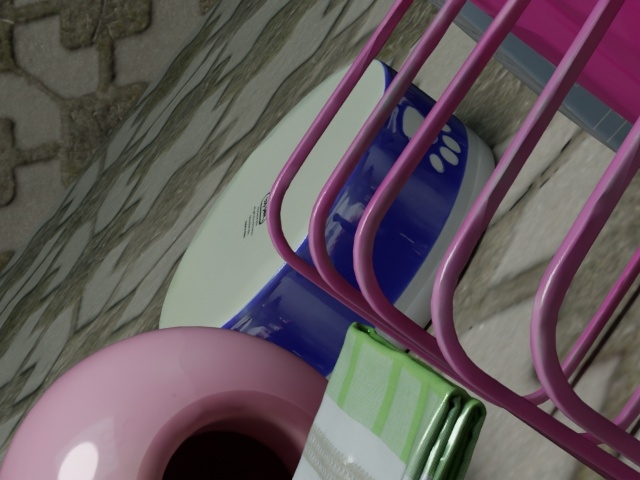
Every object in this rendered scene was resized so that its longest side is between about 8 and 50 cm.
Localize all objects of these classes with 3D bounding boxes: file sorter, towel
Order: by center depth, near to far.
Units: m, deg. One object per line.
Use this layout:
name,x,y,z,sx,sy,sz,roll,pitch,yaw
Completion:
towel,0.002,0.110,0.455,0.152,0.023,0.113,-70,22,2
file sorter,0.124,-0.007,0.492,0.182,0.202,0.290,-57,18,-3

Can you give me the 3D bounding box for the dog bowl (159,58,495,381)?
dog bowl,0.000,0.000,0.927,0.265,0.104,0.265,-46,20,22

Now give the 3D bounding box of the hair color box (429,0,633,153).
hair color box,0.062,-0.216,0.734,0.114,0.374,0.185,-50,19,10

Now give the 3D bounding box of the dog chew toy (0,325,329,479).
dog chew toy,-0.098,0.171,0.729,0.207,0.206,0.332,-63,12,-27
